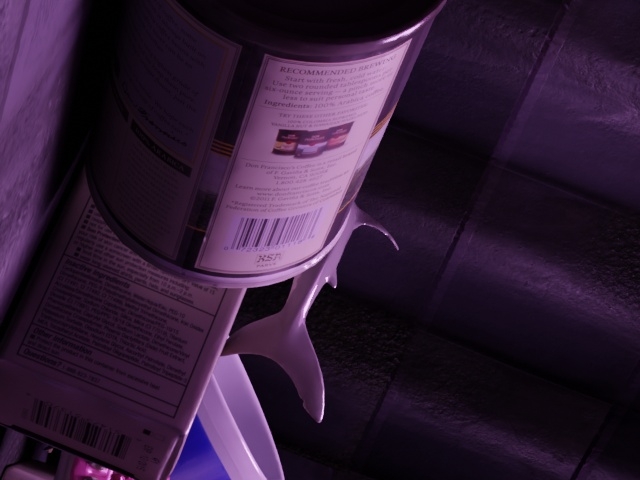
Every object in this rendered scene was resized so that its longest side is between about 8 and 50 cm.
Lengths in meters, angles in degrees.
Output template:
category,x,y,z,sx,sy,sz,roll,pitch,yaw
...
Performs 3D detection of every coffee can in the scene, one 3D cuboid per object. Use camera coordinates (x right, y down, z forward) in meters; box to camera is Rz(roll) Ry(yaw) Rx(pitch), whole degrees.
category,x,y,z,sx,sy,sz,roll,pitch,yaw
coffee can,-0.042,-0.123,1.202,0.275,0.202,0.201,114,-2,-53

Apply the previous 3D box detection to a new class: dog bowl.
category,x,y,z,sx,sy,sz,roll,pitch,yaw
dog bowl,-0.134,0.161,1.806,0.104,0.265,0.265,-25,-176,3

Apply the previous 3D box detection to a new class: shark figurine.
category,x,y,z,sx,sy,sz,roll,pitch,yaw
shark figurine,0.011,0.003,1.471,0.166,0.116,0.278,-48,-155,28

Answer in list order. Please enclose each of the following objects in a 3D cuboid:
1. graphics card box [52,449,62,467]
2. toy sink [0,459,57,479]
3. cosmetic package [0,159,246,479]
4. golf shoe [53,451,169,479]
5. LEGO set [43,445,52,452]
category,x,y,z,sx,sy,sz,roll,pitch,yaw
graphics card box,-0.247,0.213,2.135,0.371,0.094,0.232,111,-1,-53
toy sink,-0.243,0.300,1.726,0.234,0.153,0.131,131,-19,-84
cosmetic package,-0.127,0.015,1.357,0.129,0.153,0.296,117,-4,-61
golf shoe,-0.208,0.275,1.532,0.140,0.115,0.306,9,-84,46
LEGO set,-0.275,0.201,1.901,0.083,0.023,0.054,116,-5,-80
